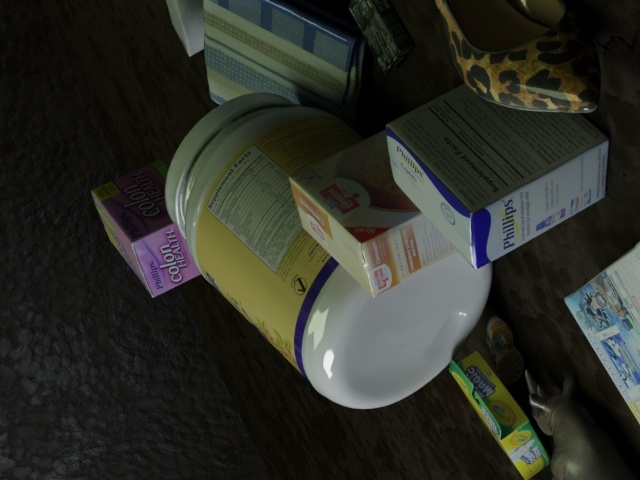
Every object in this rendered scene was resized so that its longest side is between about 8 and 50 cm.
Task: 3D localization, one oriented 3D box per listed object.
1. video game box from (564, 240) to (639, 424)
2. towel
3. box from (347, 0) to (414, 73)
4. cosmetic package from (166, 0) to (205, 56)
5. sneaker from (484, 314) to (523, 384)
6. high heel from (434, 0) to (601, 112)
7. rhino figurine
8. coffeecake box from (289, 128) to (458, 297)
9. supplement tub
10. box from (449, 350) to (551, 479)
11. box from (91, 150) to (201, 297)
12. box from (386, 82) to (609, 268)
[{"bbox_3d":[0.294,0.104,1.015,0.205,0.048,0.187,60,163,10],"label":"video game box"},{"bbox_3d":[-0.044,-0.202,1.469,0.209,0.034,0.285,28,157,10],"label":"towel"},{"bbox_3d":[0.061,-0.220,1.288,0.083,0.018,0.067,61,165,6],"label":"box"},{"bbox_3d":[-0.146,-0.317,1.594,0.060,0.099,0.239,63,173,9],"label":"cosmetic package"},{"bbox_3d":[0.202,0.119,1.391,0.037,0.032,0.083,-117,11,-64],"label":"sneaker"},{"bbox_3d":[0.124,-0.208,0.942,0.261,0.093,0.186,58,173,53],"label":"high heel"},{"bbox_3d":[0.269,0.229,1.264,0.106,0.073,0.243,79,166,-60],"label":"rhino figurine"},{"bbox_3d":[0.087,-0.045,1.178,0.142,0.185,0.068,44,156,49],"label":"coffeecake box"},{"bbox_3d":[0.000,0.000,1.383,0.331,0.241,0.241,41,155,39],"label":"supplement tub"},{"bbox_3d":[0.199,0.192,1.396,0.105,0.043,0.179,55,-178,32],"label":"box"},{"bbox_3d":[-0.228,-0.048,2.116,0.213,0.243,0.117,44,157,52],"label":"box"},{"bbox_3d":[0.146,-0.066,1.040,0.126,0.137,0.072,51,162,38],"label":"box"}]
